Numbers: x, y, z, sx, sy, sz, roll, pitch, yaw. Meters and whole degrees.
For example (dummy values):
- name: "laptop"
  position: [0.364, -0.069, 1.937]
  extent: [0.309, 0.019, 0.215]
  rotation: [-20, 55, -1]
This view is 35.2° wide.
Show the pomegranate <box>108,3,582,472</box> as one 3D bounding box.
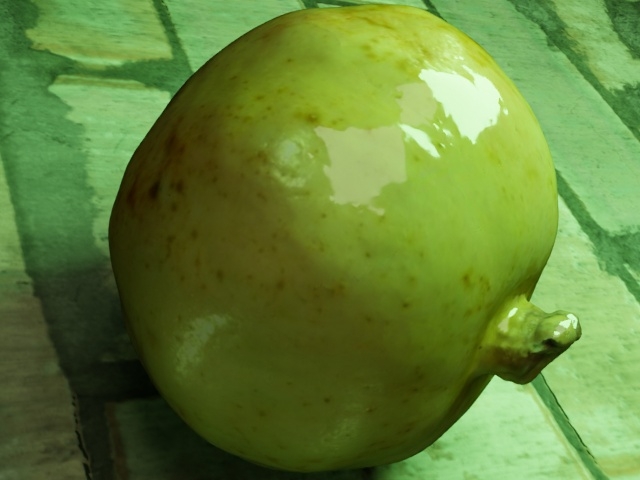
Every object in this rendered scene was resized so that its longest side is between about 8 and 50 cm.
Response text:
- name: "pomegranate"
  position: [0.027, 0.006, 0.851]
  extent: [0.412, 0.411, 0.411]
  rotation: [16, 40, -13]
